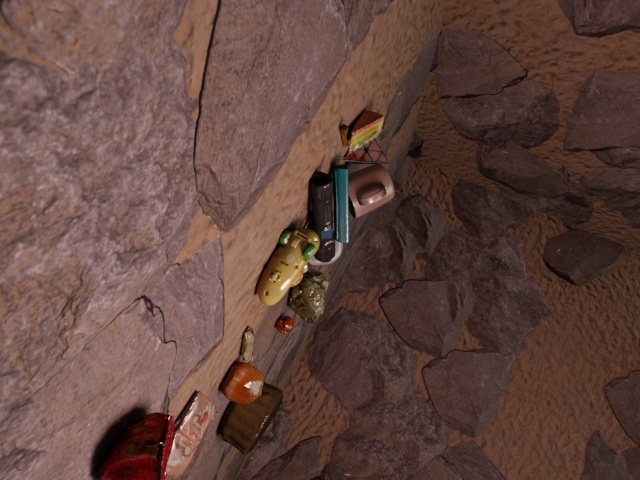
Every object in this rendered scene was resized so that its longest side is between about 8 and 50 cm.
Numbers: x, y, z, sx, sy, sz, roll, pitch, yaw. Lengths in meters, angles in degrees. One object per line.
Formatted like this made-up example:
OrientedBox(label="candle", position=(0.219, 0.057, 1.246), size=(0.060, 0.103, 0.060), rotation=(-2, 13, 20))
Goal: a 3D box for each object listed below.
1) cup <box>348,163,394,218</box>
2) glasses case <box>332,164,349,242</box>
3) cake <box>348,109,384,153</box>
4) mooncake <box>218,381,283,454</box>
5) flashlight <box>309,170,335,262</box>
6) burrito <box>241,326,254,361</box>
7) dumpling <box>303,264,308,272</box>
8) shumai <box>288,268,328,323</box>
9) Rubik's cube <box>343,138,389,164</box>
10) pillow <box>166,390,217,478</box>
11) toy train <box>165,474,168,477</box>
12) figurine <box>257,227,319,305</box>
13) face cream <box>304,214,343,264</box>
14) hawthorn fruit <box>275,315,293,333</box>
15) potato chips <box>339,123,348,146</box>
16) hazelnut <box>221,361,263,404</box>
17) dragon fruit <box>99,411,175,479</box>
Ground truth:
OrientedBox(label="cup", position=(0.209, -0.214, 1.885), size=(0.201, 0.191, 0.253), rotation=(-25, -161, -4))
OrientedBox(label="glasses case", position=(0.082, -0.149, 1.764), size=(0.117, 0.070, 0.300), rotation=(-79, 170, -71))
OrientedBox(label="cake", position=(0.163, -0.449, 1.788), size=(0.225, 0.090, 0.109), rotation=(-40, 156, -37))
OrientedBox(label="mooncake", position=(-0.321, 0.800, 2.016), size=(0.324, 0.187, 0.324), rotation=(-58, 168, -20))
OrientedBox(label="flashlight", position=(0.007, -0.080, 1.686), size=(0.103, 0.103, 0.423), rotation=(-56, 155, -36))
OrientedBox(label="burrito", position=(-0.281, 0.401, 1.685), size=(0.058, 0.045, 0.188), rotation=(-91, -167, -53))
OrientedBox(label="dumpling", position=(-0.077, 0.118, 1.991), size=(0.059, 0.043, 0.077), rotation=(-74, 166, -61))
OrientedBox(label="shumai", position=(-0.038, 0.250, 2.083), size=(0.218, 0.189, 0.255), rotation=(-53, 169, -38))
OrientedBox(label="Rubik's cube", position=(0.151, -0.373, 1.947), size=(0.191, 0.211, 0.178), rotation=(-24, 174, -21))
OrientedBox(label="pillow", position=(-0.427, 0.618, 1.398), size=(0.248, 0.049, 0.135), rotation=(-62, 140, -28))
OrientedBox(label="toy train", position=(-0.456, 0.667, 1.463), size=(0.249, 0.053, 0.085), rotation=(-59, 158, -23))
OrientedBox(label="figurine", position=(-0.116, 0.093, 1.586), size=(0.324, 0.124, 0.222), rotation=(-58, 170, -15))
OrientedBox(label="face cream", position=(0.000, 0.000, 1.936), size=(0.234, 0.137, 0.420), rotation=(-58, 160, -7))
OrientedBox(label="hawthorn fruit", position=(-0.170, 0.396, 2.082), size=(0.093, 0.093, 0.093), rotation=(-60, 168, -22))
OrientedBox(label="potato chips", position=(0.092, -0.397, 1.654), size=(0.026, 0.037, 0.204), rotation=(-54, 173, -4))
OrientedBox(label="hazelnut", position=(-0.298, 0.552, 1.683), size=(0.150, 0.150, 0.150), rotation=(-60, 168, -22))
OrientedBox(label="dragon fruit", position=(-0.427, 0.510, 1.045), size=(0.189, 0.163, 0.261), rotation=(-9, 137, -34))
